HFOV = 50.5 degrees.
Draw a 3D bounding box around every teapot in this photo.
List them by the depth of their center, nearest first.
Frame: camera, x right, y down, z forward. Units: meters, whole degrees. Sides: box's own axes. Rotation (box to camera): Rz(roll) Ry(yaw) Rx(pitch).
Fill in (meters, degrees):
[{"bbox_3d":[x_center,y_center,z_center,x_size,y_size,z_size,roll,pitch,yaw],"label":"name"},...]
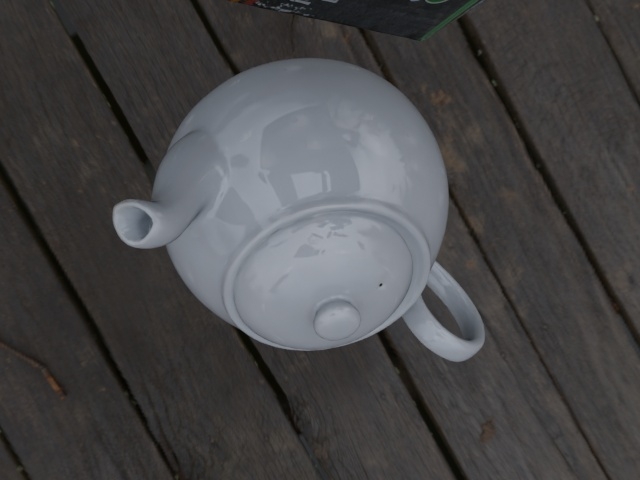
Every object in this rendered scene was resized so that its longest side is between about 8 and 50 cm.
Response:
[{"bbox_3d":[0.000,0.000,0.531,0.256,0.187,0.253,-14,135,-5],"label":"teapot"}]

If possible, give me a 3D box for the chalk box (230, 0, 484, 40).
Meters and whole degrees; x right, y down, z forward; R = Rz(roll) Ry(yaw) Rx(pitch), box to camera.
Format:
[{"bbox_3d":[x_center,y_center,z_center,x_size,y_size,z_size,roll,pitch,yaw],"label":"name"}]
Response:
[{"bbox_3d":[0.024,-0.213,0.287,0.288,0.180,0.179,1,80,-29],"label":"chalk box"}]
